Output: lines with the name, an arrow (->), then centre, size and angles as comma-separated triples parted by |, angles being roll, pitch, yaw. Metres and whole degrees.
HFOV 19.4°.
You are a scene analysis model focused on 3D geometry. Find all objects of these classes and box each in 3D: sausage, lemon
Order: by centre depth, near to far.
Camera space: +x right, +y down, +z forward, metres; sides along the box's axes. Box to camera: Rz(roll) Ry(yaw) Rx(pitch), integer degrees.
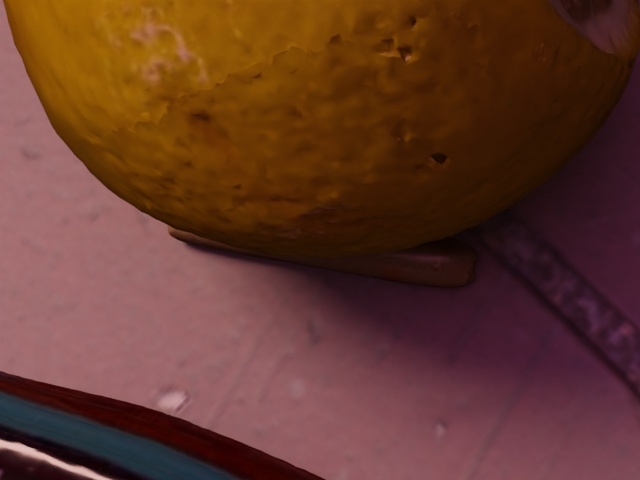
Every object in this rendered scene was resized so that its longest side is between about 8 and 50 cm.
lemon -> -0.015, -0.104, 0.703 | 0.219, 0.240, 0.240 | -24, 70, 25
sausage -> 0.000, 0.000, 0.774 | 0.132, 0.024, 0.024 | 10, 76, 15

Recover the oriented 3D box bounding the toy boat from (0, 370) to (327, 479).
toy boat -> -0.009, 0.162, 0.708 | 0.392, 0.079, 0.136 | 25, 82, 19
